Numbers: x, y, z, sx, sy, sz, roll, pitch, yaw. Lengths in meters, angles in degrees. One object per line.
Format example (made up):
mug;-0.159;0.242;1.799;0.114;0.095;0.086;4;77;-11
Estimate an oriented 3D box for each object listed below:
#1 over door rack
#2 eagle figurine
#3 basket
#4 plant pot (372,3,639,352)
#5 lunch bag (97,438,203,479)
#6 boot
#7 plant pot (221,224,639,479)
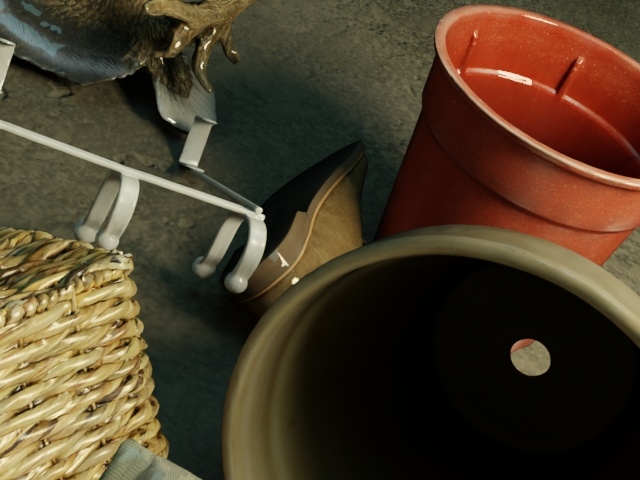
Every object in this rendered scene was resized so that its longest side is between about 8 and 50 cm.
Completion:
over door rack;-0.193;-0.062;0.854;0.240;0.108;0.324;20;16;-22
eagle figurine;-0.226;-0.265;1.074;0.298;0.226;0.225;12;70;27
basket;-0.272;0.140;0.629;0.214;0.222;0.299;9;25;38
plant pot;0.185;-0.043;0.943;0.273;0.265;0.272;15;38;-12
lunch bag;-0.046;0.253;0.465;0.235;0.287;0.169;32;56;5
boot;0.000;0.000;0.957;0.115;0.112;0.305;50;32;-15
plant pot;0.134;0.126;0.721;0.323;0.323;0.280;35;24;13
